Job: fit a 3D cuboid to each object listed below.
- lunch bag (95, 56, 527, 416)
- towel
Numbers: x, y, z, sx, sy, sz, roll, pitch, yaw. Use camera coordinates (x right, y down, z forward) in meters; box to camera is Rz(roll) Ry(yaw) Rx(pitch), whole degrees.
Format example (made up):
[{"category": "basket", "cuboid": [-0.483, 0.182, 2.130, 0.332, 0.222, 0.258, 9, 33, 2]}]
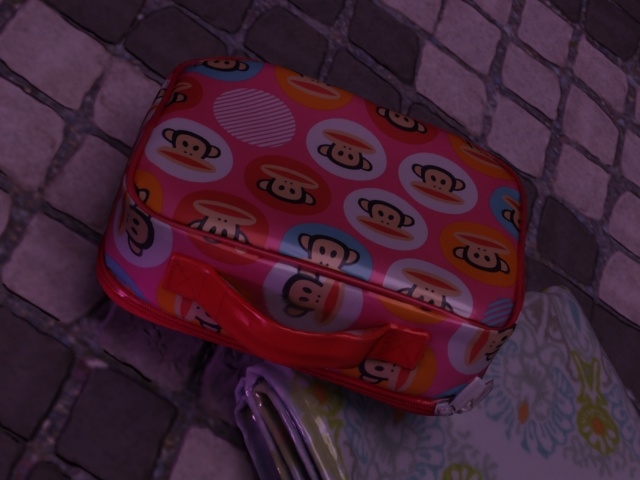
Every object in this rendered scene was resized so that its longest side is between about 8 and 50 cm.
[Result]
[{"category": "lunch bag", "cuboid": [0.000, 0.000, 0.885, 0.293, 0.120, 0.258, 20, 35, -5]}, {"category": "towel", "cuboid": [0.135, 0.205, 0.951, 0.374, 0.090, 0.320, -9, 71, -40]}]
